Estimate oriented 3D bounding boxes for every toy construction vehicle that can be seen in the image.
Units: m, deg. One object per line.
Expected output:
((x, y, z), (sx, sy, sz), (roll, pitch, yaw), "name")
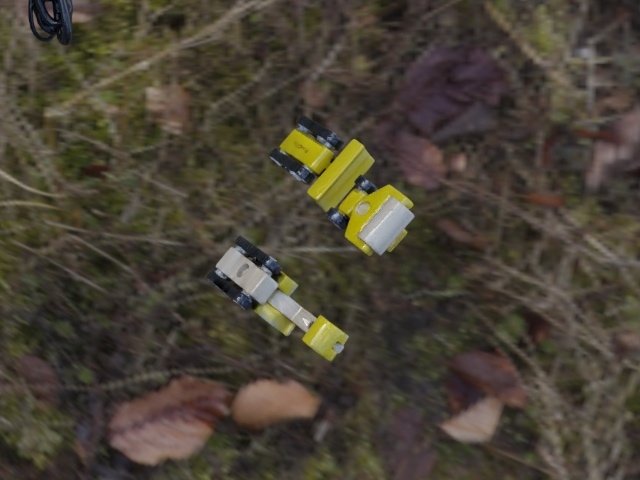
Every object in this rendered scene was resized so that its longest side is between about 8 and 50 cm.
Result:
((0.000, 0.000, 0.795), (0.086, 0.098, 0.035), (-52, 127, -5), "toy construction vehicle")

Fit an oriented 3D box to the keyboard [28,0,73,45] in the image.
((-0.190, -0.156, 0.847), (0.202, 0.033, 0.317), (-5, 85, -44), "keyboard")
